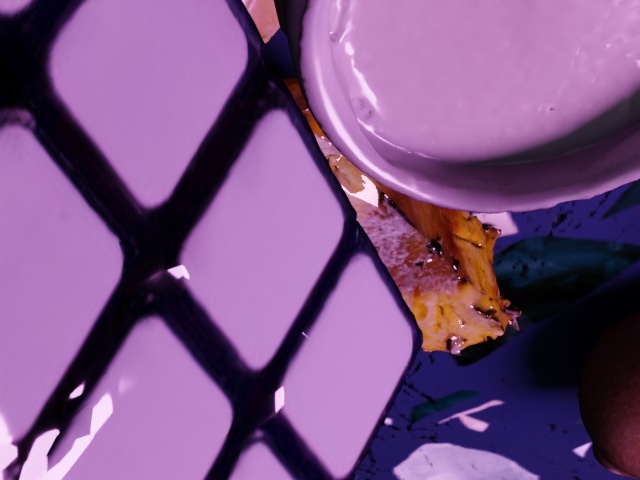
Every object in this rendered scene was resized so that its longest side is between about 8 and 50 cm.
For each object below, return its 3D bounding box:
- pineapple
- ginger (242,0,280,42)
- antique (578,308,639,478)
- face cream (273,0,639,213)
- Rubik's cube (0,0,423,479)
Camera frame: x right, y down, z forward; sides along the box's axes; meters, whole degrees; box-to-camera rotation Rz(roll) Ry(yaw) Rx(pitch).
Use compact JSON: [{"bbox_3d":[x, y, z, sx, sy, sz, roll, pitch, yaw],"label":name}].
[{"bbox_3d":[0.000,0.001,0.716,0.135,0.079,0.233,-28,139,23],"label":"pineapple"},{"bbox_3d":[-0.077,-0.124,0.563,0.115,0.081,0.205,13,155,23],"label":"ginger"},{"bbox_3d":[0.268,0.066,0.819,0.143,0.121,0.257,24,137,-21],"label":"antique"},{"bbox_3d":[0.063,-0.134,0.487,0.175,0.195,0.175,-5,137,-4],"label":"face cream"},{"bbox_3d":[-0.220,0.041,0.443,0.344,0.344,0.337,14,151,32],"label":"Rubik's cube"}]
